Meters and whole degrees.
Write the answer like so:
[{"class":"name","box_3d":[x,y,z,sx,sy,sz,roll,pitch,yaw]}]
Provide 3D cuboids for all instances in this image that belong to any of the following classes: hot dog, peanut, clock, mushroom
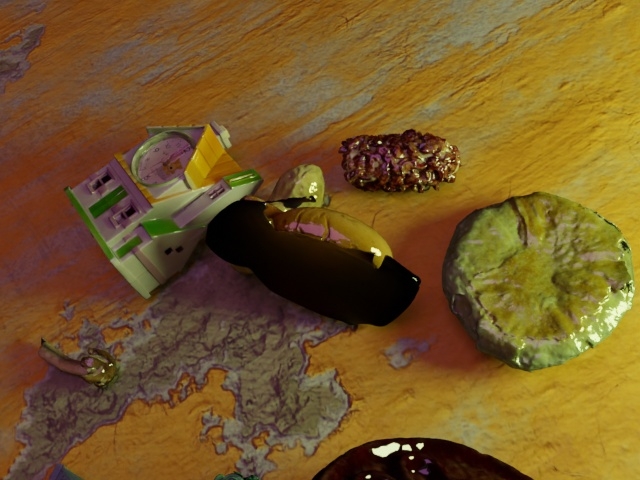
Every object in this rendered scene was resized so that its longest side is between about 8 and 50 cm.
[{"class":"hot dog","box_3d":[-0.001,0.005,1.178,0.326,0.194,0.107,34,34,-2]},{"class":"peanut","box_3d":[-0.075,-0.038,1.283,0.229,0.098,0.103,-49,14,-12]},{"class":"clock","box_3d":[-0.273,-0.091,1.342,0.309,0.166,0.235,-37,55,-10]},{"class":"mushroom","box_3d":[-0.428,0.203,1.272,0.187,0.061,0.060,10,67,28]}]

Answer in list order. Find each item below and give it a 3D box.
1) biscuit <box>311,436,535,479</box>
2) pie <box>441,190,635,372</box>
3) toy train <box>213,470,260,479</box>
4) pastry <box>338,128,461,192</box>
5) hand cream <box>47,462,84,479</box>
[{"class":"biscuit","box_3d":[0.159,0.365,0.817,0.407,0.091,0.407,13,24,-6]},{"class":"pie","box_3d":[0.326,0.050,1.122,0.306,0.071,0.307,-6,57,10]},{"class":"toy train","box_3d":[-0.087,0.392,1.038,0.172,0.070,0.100,18,76,27]},{"class":"pastry","box_3d":[0.138,-0.139,1.290,0.208,0.097,0.115,1,69,16]},{"class":"hand cream","box_3d":[-0.346,0.394,1.090,0.271,0.058,0.091,-3,56,45]}]
